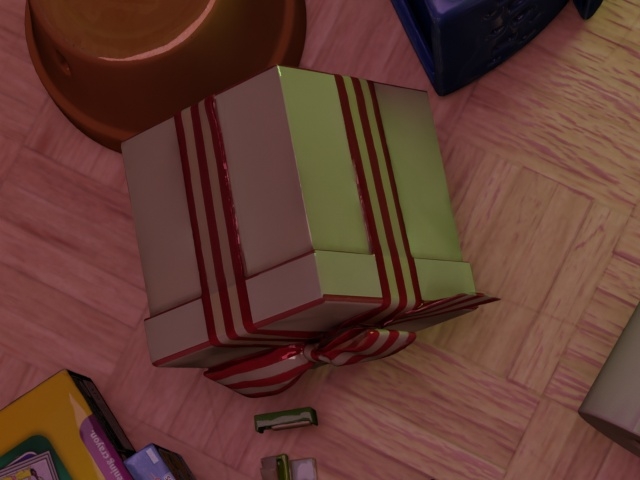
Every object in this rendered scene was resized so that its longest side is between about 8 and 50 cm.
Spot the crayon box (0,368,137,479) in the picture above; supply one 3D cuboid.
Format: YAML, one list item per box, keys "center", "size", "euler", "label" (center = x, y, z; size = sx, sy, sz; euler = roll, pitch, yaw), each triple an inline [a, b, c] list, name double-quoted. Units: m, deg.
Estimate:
- center: [-0.273, 0.362, 1.888]
  size: [0.313, 0.106, 0.363]
  euler: [-34, 76, 2]
  label: "crayon box"

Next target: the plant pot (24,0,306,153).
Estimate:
- center: [-0.170, -0.241, 1.939]
  size: [0.291, 0.203, 0.290]
  euler: [-1, 80, 7]
  label: "plant pot"

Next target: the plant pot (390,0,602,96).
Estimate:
- center: [0.163, -0.309, 1.894]
  size: [0.212, 0.236, 0.236]
  euler: [-22, 76, -2]
  label: "plant pot"

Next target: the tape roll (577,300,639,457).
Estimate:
- center: [0.380, 0.144, 1.768]
  size: [0.246, 0.246, 0.169]
  euler: [30, 84, 12]
  label: "tape roll"

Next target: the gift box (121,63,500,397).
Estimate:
- center: [0.000, 0.000, 1.827]
  size: [0.255, 0.276, 0.258]
  euler: [-24, 70, 44]
  label: "gift box"

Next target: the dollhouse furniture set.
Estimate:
- center: [-0.026, 0.242, 1.891]
  size: [0.059, 0.076, 0.151]
  euler: [-8, 78, 7]
  label: "dollhouse furniture set"

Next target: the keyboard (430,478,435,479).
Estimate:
- center: [0.059, 0.314, 1.867]
  size: [0.100, 0.038, 0.192]
  euler: [40, 93, 36]
  label: "keyboard"

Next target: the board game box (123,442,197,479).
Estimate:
- center: [-0.107, 0.290, 1.863]
  size: [0.035, 0.136, 0.201]
  euler: [-36, 77, 0]
  label: "board game box"
